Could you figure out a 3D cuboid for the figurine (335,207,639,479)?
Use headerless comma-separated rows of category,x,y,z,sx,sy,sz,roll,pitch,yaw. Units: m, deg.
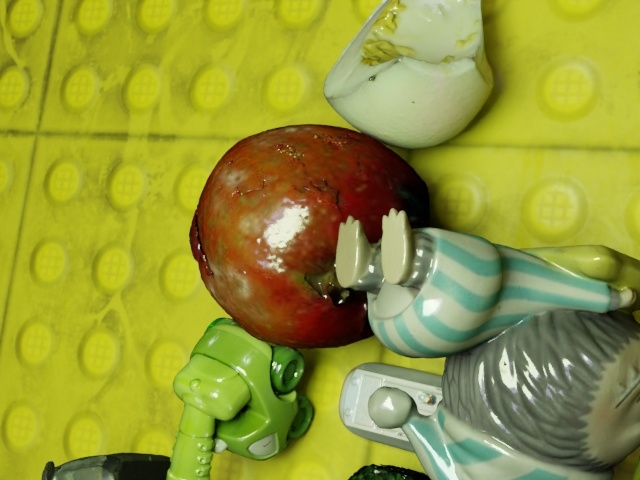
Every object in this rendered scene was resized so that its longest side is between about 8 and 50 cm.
figurine,0.186,0.186,1.121,0.266,0.361,0.378,-17,64,64

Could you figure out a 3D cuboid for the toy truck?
toy truck,-0.117,0.204,1.361,0.148,0.210,0.187,21,122,32

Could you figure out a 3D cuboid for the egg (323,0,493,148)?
egg,0.127,-0.210,1.353,0.206,0.162,0.271,-34,23,37

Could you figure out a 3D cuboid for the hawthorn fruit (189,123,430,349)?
hawthorn fruit,0.000,-0.006,1.317,0.316,0.316,0.316,-6,77,27

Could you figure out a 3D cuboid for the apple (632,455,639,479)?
apple,0.433,0.285,1.043,0.257,0.233,0.295,-12,74,23

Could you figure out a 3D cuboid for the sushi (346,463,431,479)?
sushi,0.081,0.380,1.278,0.124,0.127,0.225,-8,74,27

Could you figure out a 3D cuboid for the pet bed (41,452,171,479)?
pet bed,-0.290,0.396,1.443,0.159,0.183,0.211,-13,75,21

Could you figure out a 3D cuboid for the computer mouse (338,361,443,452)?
computer mouse,0.116,0.212,1.338,0.199,0.045,0.102,8,83,30
